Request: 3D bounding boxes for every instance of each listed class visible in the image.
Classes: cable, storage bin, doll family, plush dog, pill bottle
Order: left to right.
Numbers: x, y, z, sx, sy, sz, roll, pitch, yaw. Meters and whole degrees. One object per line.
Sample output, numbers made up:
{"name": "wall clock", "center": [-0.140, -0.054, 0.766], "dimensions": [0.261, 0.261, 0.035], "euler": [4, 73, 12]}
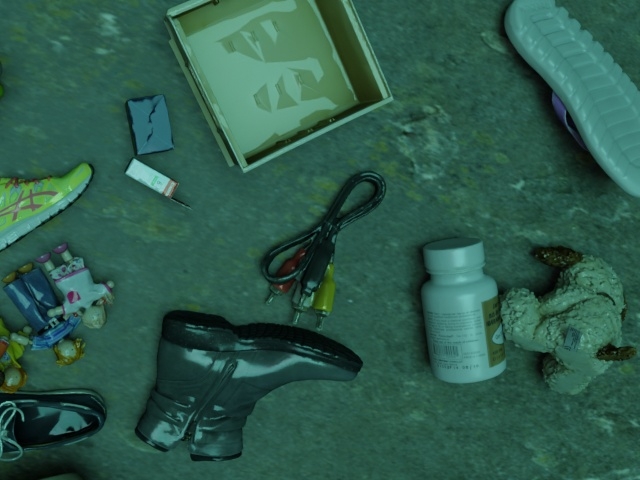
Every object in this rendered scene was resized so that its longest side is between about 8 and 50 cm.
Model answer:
{"name": "doll family", "center": [-0.433, 0.128, 1.088], "dimensions": [0.263, 0.118, 0.163], "euler": [-33, 98, -30]}
{"name": "storage bin", "center": [-0.069, -0.279, 1.134], "dimensions": [0.262, 0.123, 0.260], "euler": [-28, 103, -12]}
{"name": "cable", "center": [0.000, 0.000, 1.235], "dimensions": [0.139, 0.072, 0.287], "euler": [27, 75, -1]}
{"name": "pill bottle", "center": [0.241, 0.117, 1.264], "dimensions": [0.131, 0.131, 0.229], "euler": [-11, 99, -15]}
{"name": "plush dog", "center": [0.472, 0.124, 1.317], "dimensions": [0.262, 0.210, 0.225], "euler": [43, 53, -25]}

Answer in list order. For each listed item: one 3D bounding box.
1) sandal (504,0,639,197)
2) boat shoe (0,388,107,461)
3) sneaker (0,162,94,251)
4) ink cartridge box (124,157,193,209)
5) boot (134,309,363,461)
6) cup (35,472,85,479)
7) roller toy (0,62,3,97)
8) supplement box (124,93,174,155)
{"name": "sandal", "center": [0.467, -0.258, 1.317], "dimensions": [0.169, 0.102, 0.416], "euler": [-35, 92, -26]}
{"name": "boat shoe", "center": [-0.452, 0.278, 1.099], "dimensions": [0.254, 0.079, 0.095], "euler": [1, 96, -17]}
{"name": "sneaker", "center": [-0.429, -0.063, 1.070], "dimensions": [0.208, 0.081, 0.094], "euler": [-35, 102, -10]}
{"name": "ink cartridge box", "center": [-0.244, -0.088, 1.132], "dimensions": [0.115, 0.063, 0.029], "euler": [29, 89, -18]}
{"name": "boot", "center": [-0.114, 0.249, 1.193], "dimensions": [0.338, 0.118, 0.223], "euler": [11, 95, -7]}
{"name": "cup", "center": [-0.406, 0.470, 1.037], "dimensions": [0.331, 0.331, 0.237], "euler": [-14, 74, -15]}
{"name": "roller toy", "center": [-0.539, -0.220, 0.962], "dimensions": [0.209, 0.191, 0.146], "euler": [27, 88, -18]}
{"name": "supplement box", "center": [-0.258, -0.172, 1.108], "dimensions": [0.056, 0.083, 0.083], "euler": [-11, 99, -15]}
